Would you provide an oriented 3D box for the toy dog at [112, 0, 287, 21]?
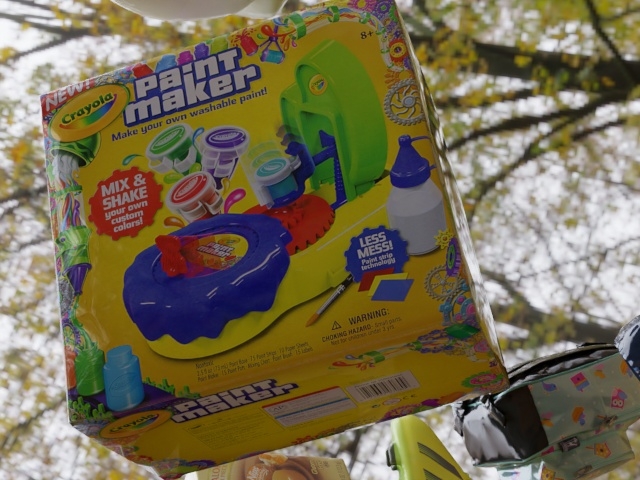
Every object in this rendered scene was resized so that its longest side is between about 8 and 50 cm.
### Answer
[{"bbox_3d":[-0.135,-0.389,1.119,0.395,0.408,0.284,-51,-15,-14],"label":"toy dog"}]

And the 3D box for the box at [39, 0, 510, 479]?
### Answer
[{"bbox_3d":[-0.037,0.000,0.934,0.177,0.290,0.279,55,-160,-61],"label":"box"}]

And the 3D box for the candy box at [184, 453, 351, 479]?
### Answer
[{"bbox_3d":[-0.034,0.350,1.249,0.183,0.316,0.087,6,-61,-17],"label":"candy box"}]

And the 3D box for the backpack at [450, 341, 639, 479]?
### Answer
[{"bbox_3d":[0.260,0.188,1.297,0.188,0.166,0.144,-24,-98,-22],"label":"backpack"}]

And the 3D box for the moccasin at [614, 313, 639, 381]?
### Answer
[{"bbox_3d":[0.354,0.212,1.010,0.117,0.342,0.138,-42,-3,19],"label":"moccasin"}]

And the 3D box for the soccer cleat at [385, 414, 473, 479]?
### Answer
[{"bbox_3d":[0.151,0.287,1.126,0.121,0.289,0.093,-23,-20,-4],"label":"soccer cleat"}]
